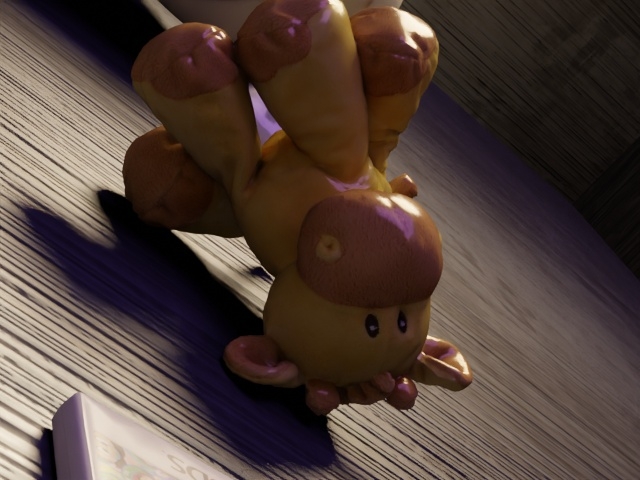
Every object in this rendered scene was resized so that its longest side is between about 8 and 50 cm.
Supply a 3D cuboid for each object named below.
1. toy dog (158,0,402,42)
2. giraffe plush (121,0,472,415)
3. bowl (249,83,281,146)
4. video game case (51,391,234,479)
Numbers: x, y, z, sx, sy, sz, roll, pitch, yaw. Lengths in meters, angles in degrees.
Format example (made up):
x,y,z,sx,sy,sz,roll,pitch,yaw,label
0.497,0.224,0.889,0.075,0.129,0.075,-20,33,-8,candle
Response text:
x,y,z,sx,sy,sz,roll,pitch,yaw,label
-0.132,-0.296,0.985,0.408,0.285,0.395,22,55,-46,toy dog
0.000,0.000,0.679,0.210,0.181,0.170,81,-9,-47,giraffe plush
-0.028,-0.068,1.000,0.142,0.053,0.142,44,13,-1,bowl
-0.020,0.128,0.420,0.143,0.019,0.157,36,14,-29,video game case
